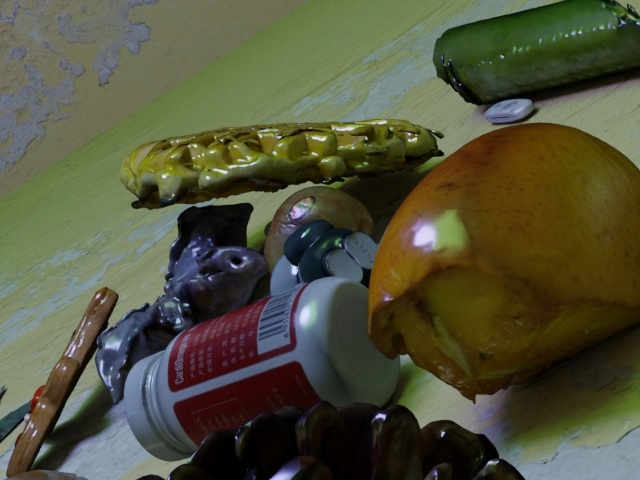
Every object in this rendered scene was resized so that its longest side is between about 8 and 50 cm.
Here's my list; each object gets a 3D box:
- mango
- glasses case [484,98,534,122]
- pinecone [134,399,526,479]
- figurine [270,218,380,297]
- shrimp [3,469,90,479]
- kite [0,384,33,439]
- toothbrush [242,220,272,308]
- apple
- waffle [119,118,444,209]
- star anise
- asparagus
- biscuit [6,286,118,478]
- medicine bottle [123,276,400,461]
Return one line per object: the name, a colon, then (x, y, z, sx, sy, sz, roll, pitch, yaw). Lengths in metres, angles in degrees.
mango: (0.182, 0.006, 1.254, 0.201, 0.199, 0.350, 15, 29, 30)
glasses case: (0.232, -0.159, 1.881, 0.032, 0.021, 0.083, -39, 18, -18)
pinecone: (0.001, 0.214, 0.856, 0.296, 0.242, 0.298, -25, 12, 32)
figurine: (0.006, 0.045, 1.552, 0.147, 0.126, 0.192, -51, 7, -24)
shrimp: (-0.248, 0.282, 1.365, 0.144, 0.052, 0.251, 10, 32, 1)
kite: (-0.443, 0.246, 1.992, 0.229, 0.012, 0.250, -30, 15, 7)
toothbrush: (-0.081, 0.031, 1.922, 0.025, 0.019, 0.275, -31, 16, 22)
apple: (0.000, 0.003, 1.691, 0.102, 0.126, 0.126, 17, 41, 23)
waffle: (-0.052, -0.098, 1.863, 0.380, 0.095, 0.382, -7, 4, -19)
star anise: (-0.161, 0.063, 1.785, 0.257, 0.110, 0.198, -48, 16, 4)
asparagus: (0.290, -0.236, 1.851, 0.128, 0.108, 0.382, -18, 7, -36)
biscuit: (-0.305, 0.168, 1.771, 0.250, 0.036, 0.165, -65, 2, -34)
medicine bottle: (-0.057, 0.125, 1.411, 0.250, 0.131, 0.131, -22, 20, 34)
